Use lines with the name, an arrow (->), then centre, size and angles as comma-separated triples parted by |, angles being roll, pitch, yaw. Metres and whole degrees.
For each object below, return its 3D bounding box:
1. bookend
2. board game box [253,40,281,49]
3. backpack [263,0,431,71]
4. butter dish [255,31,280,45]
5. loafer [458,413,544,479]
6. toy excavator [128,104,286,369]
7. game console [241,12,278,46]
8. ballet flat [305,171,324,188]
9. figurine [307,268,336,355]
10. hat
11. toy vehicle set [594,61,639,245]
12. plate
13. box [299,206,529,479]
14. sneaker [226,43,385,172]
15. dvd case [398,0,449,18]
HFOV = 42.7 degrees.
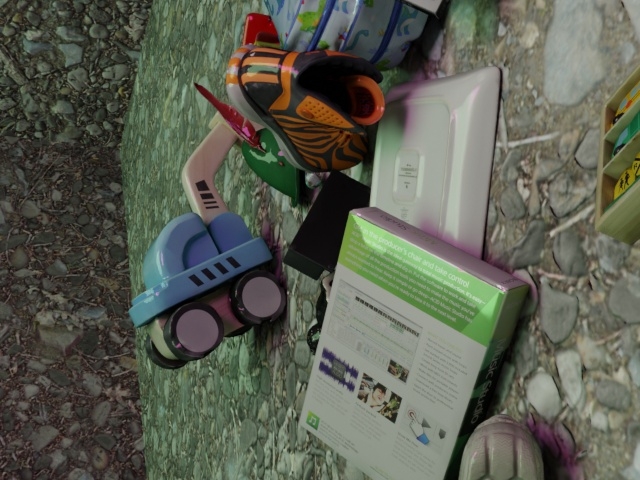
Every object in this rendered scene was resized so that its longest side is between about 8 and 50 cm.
bookend -> 0.000, 0.000, 1.243 | 0.157, 0.072, 0.156 | -62, 0, -30
board game box -> -0.019, -0.255, 1.300 | 0.043, 0.182, 0.092 | 128, 140, -54
backpack -> 0.030, -0.401, 1.171 | 0.355, 0.274, 0.290 | 62, 141, 22
butter dish -> -0.025, -0.276, 1.403 | 0.118, 0.160, 0.159 | -4, 82, 44
loafer -> 0.182, 0.340, 0.858 | 0.111, 0.112, 0.319 | -30, -52, -74
toy excavator -> -0.230, -0.019, 1.671 | 0.445, 0.433, 0.222 | 62, 154, 1
game console -> -0.078, -0.334, 1.497 | 0.085, 0.124, 0.143 | -61, -18, -74
ballet flat -> -0.011, -0.145, 1.463 | 0.041, 0.041, 0.114 | 124, 142, -51
figurine -> 0.037, 0.185, 1.246 | 0.209, 0.093, 0.214 | 113, 151, -54
hat -> -0.138, -0.159, 1.518 | 0.173, 0.184, 0.208 | 100, 166, -62
toy vehicle set -> 0.302, -0.135, 0.615 | 0.266, 0.035, 0.166 | 121, 171, -48
plate -> 0.132, -0.084, 1.093 | 0.277, 0.045, 0.277 | -166, 80, -66
box -> 0.101, 0.147, 1.002 | 0.232, 0.059, 0.321 | 30, 118, 35
sneaker -> 0.023, -0.168, 1.148 | 0.180, 0.321, 0.124 | 10, 82, 33
dvd case -> 0.118, -0.404, 0.960 | 0.179, 0.030, 0.238 | 30, 98, 18
